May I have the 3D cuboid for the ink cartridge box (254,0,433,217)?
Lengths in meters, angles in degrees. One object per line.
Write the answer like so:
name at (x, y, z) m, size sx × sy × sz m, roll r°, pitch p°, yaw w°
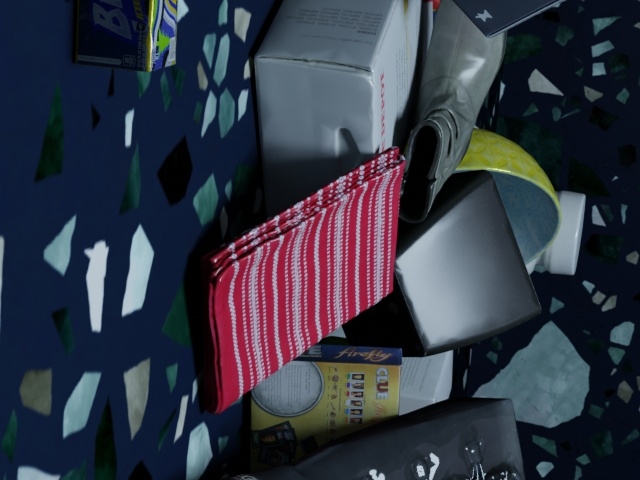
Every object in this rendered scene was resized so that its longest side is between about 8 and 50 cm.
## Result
ink cartridge box at (0.034, -0.192, 1.585) m, size 0.306 × 0.131 × 0.226 m, roll -67°, pitch 161°, yaw -45°

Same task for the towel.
towel at (-0.014, 0.040, 1.444) m, size 0.275 × 0.031 × 0.198 m, roll -32°, pitch 141°, yaw -35°

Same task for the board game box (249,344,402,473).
board game box at (0.003, 0.232, 1.614) m, size 0.042 × 0.165 × 0.243 m, roll -85°, pitch 177°, yaw -66°

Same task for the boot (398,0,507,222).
boot at (0.138, -0.148, 1.578) m, size 0.161 × 0.083 × 0.246 m, roll -59°, pitch 161°, yaw -59°

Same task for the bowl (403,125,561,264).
bowl at (0.181, -0.075, 2.030) m, size 0.289 × 0.290 × 0.156 m, roll 79°, pitch 6°, yaw -55°

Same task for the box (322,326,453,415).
box at (0.079, 0.189, 1.916) m, size 0.130 × 0.171 × 0.091 m, roll -65°, pitch 158°, yaw -51°

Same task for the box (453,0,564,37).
box at (0.167, -0.441, 1.434) m, size 0.343 × 0.179 × 0.312 m, roll 43°, pitch 52°, yaw -21°

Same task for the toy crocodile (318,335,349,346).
toy crocodile at (0.008, 0.270, 1.801) m, size 0.115 × 0.105 × 0.340 m, roll -57°, pitch 152°, yaw -62°

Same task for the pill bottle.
pill bottle at (0.243, -0.029, 2.207) m, size 0.169 × 0.302 × 0.169 m, roll 8°, pitch 90°, yaw -77°

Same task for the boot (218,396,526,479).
boot at (0.037, 0.369, 1.484) m, size 0.445 × 0.146 × 0.367 m, roll -11°, pitch 110°, yaw -49°

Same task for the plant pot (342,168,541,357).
plant pot at (0.111, 0.041, 1.685) m, size 0.167 × 0.187 × 0.188 m, roll -31°, pitch 107°, yaw -37°

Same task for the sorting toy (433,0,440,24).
sorting toy at (0.163, -0.337, 1.961) m, size 0.257 × 0.089 × 0.255 m, roll 58°, pitch 37°, yaw -39°

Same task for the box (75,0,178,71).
box at (-0.131, -0.205, 1.010) m, size 0.054 × 0.059 × 0.168 m, roll -39°, pitch 135°, yaw -70°
